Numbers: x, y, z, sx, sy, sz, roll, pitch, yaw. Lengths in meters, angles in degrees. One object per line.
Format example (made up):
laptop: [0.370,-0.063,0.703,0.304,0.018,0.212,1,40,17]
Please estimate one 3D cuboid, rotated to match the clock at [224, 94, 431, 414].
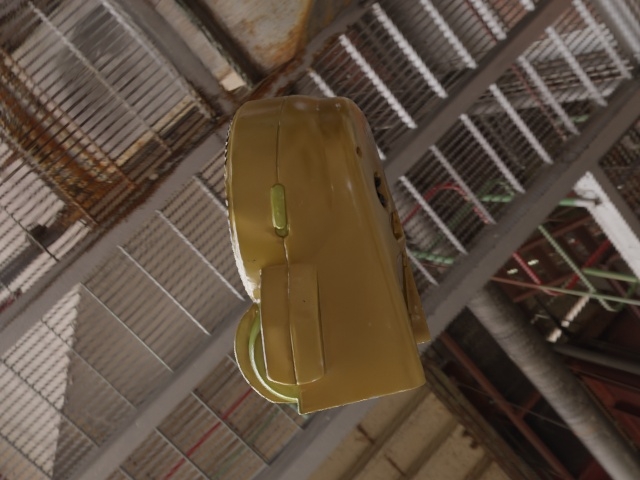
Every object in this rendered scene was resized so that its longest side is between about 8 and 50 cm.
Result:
clock: [0.000,0.000,0.909,0.200,0.244,0.317,-9,-86,7]
